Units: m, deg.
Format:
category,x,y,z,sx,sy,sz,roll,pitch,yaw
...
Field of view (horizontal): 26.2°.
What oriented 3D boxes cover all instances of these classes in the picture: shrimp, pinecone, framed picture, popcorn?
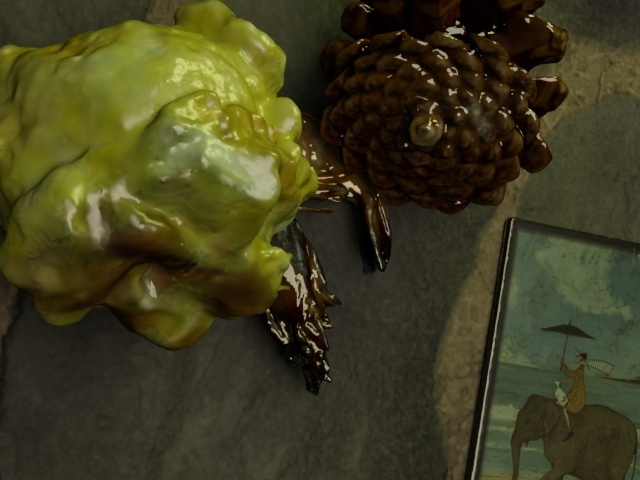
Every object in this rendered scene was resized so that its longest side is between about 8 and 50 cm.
category,x,y,z,sx,sy,sz,roll,pitch,yaw
shrimp,-0.003,0.001,1.395,0.178,0.075,0.289,-19,84,-23
pinecone,0.130,-0.170,1.351,0.264,0.264,0.264,0,91,-21
framed picture,0.295,0.164,1.536,0.265,0.016,0.347,12,86,-20
popcorn,-0.160,-0.059,1.210,0.312,0.312,0.312,0,91,-21
